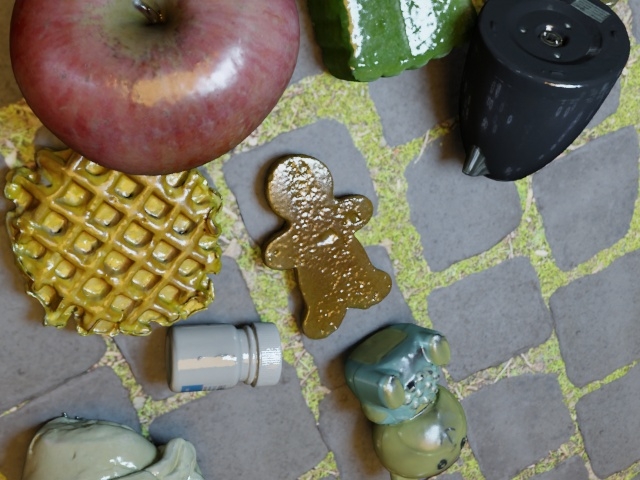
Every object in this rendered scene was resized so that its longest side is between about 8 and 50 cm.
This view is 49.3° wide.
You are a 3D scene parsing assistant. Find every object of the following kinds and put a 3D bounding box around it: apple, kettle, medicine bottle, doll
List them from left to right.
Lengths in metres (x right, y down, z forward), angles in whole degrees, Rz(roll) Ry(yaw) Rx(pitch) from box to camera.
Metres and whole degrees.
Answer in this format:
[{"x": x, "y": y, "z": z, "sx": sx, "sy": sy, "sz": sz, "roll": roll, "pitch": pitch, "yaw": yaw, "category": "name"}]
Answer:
[{"x": -0.196, "y": -0.240, "z": 0.866, "sx": 0.344, "sy": 0.269, "sz": 0.345, "roll": 1, "pitch": 85, "yaw": -9, "category": "apple"}, {"x": -0.152, "y": 0.180, "z": 1.084, "sx": 0.168, "sy": 0.105, "sz": 0.105, "roll": -1, "pitch": 106, "yaw": -18, "category": "medicine bottle"}, {"x": 0.152, "y": 0.285, "z": 1.186, "sx": 0.177, "sy": 0.161, "sz": 0.261, "roll": -37, "pitch": 114, "yaw": -29, "category": "doll"}, {"x": 0.331, "y": -0.220, "z": 1.062, "sx": 0.268, "sy": 0.207, "sz": 0.290, "roll": -35, "pitch": 154, "yaw": -22, "category": "kettle"}]

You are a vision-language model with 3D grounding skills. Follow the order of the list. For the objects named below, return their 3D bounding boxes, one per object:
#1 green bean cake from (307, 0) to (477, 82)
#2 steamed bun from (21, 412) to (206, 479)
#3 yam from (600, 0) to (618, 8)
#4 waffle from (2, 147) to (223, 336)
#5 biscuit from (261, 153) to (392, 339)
[{"x": 0.092, "y": -0.367, "z": 0.996, "sx": 0.222, "sy": 0.125, "sz": 0.248, "roll": -23, "pitch": 114, "yaw": -13, "category": "green bean cake"}, {"x": -0.306, "y": 0.420, "z": 1.052, "sx": 0.320, "sy": 0.206, "sz": 0.275, "roll": 23, "pitch": 99, "yaw": -19, "category": "steamed bun"}, {"x": 0.337, "y": -0.433, "z": 1.088, "sx": 0.317, "sy": 0.067, "sz": 0.071, "roll": 13, "pitch": 88, "yaw": -23, "category": "yam"}, {"x": -0.285, "y": -0.009, "z": 1.004, "sx": 0.302, "sy": 0.068, "sz": 0.325, "roll": -11, "pitch": 110, "yaw": -15, "category": "waffle"}, {"x": 0.000, "y": 0.000, "z": 1.113, "sx": 0.196, "sy": 0.049, "sz": 0.302, "roll": -30, "pitch": 113, "yaw": -13, "category": "biscuit"}]
